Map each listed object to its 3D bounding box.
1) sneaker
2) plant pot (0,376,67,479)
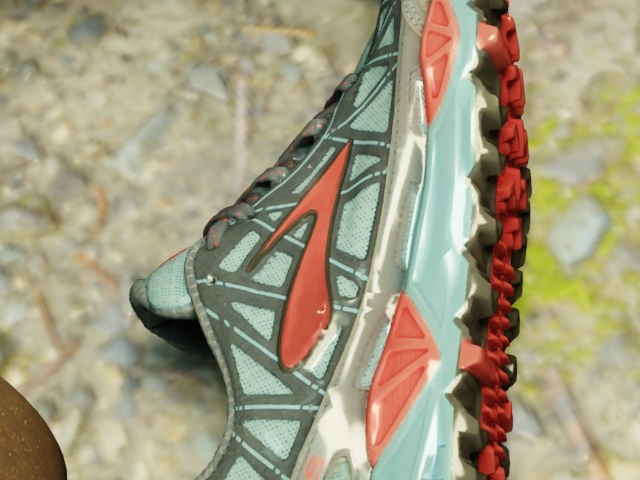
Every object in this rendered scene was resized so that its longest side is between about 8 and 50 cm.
[{"bbox_3d":[0.000,0.000,0.583,0.125,0.104,0.262,2,61,11],"label":"sneaker"},{"bbox_3d":[-0.158,0.137,0.487,0.215,0.215,0.230,10,49,13],"label":"plant pot"}]
